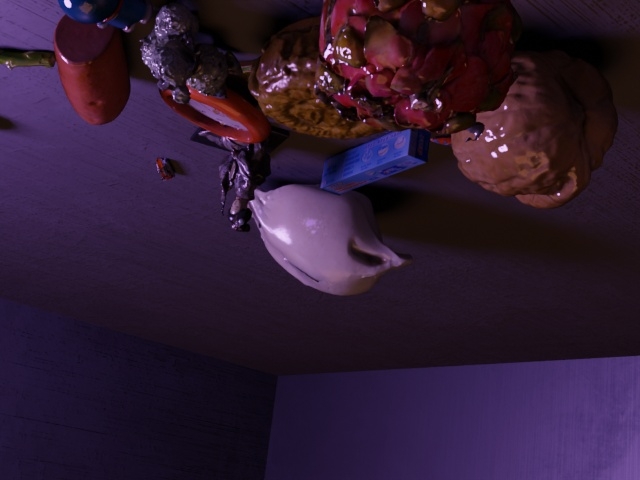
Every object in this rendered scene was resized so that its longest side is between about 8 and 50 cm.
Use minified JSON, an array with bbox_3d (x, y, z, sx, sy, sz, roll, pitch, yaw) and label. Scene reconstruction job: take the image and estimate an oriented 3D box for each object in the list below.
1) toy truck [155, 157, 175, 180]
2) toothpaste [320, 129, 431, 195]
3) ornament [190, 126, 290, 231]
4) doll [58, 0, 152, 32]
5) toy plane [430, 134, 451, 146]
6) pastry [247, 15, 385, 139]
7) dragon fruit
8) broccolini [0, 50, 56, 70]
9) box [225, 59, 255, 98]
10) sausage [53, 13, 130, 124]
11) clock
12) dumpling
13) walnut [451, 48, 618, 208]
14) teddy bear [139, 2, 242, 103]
[{"bbox_3d":[-0.328,-0.149,2.061,0.032,0.024,0.083,-22,160,-6],"label":"toy truck"},{"bbox_3d":[0.099,-0.148,1.825,0.053,0.066,0.272,17,160,-32],"label":"toothpaste"},{"bbox_3d":[-0.161,-0.115,1.825,0.153,0.196,0.166,13,160,-20],"label":"ornament"},{"bbox_3d":[-0.308,-0.340,1.367,0.114,0.085,0.152,-23,160,31],"label":"doll"},{"bbox_3d":[0.284,-0.181,1.664,0.189,0.061,0.130,7,164,15],"label":"toy plane"},{"bbox_3d":[0.010,-0.232,1.463,0.235,0.132,0.240,-10,153,26],"label":"pastry"},{"bbox_3d":[0.112,-0.250,1.140,0.250,0.269,0.291,0,-169,2],"label":"dragon fruit"},{"bbox_3d":[-0.553,-0.295,1.635,0.216,0.058,0.067,6,160,3],"label":"broccolini"},{"bbox_3d":[-0.103,-0.266,1.608,0.133,0.023,0.090,-2,162,27],"label":"box"},{"bbox_3d":[-0.360,-0.268,1.555,0.113,0.113,0.259,9,161,-4],"label":"sausage"},{"bbox_3d":[-0.178,-0.227,1.660,0.205,0.051,0.205,23,171,4],"label":"clock"},{"bbox_3d":[0.000,0.000,2.089,0.395,0.233,0.315,21,166,4],"label":"dumpling"},{"bbox_3d":[0.311,-0.164,1.448,0.224,0.257,0.257,-21,172,-21],"label":"walnut"},{"bbox_3d":[-0.210,-0.272,1.470,0.111,0.133,0.213,10,177,18],"label":"teddy bear"}]
